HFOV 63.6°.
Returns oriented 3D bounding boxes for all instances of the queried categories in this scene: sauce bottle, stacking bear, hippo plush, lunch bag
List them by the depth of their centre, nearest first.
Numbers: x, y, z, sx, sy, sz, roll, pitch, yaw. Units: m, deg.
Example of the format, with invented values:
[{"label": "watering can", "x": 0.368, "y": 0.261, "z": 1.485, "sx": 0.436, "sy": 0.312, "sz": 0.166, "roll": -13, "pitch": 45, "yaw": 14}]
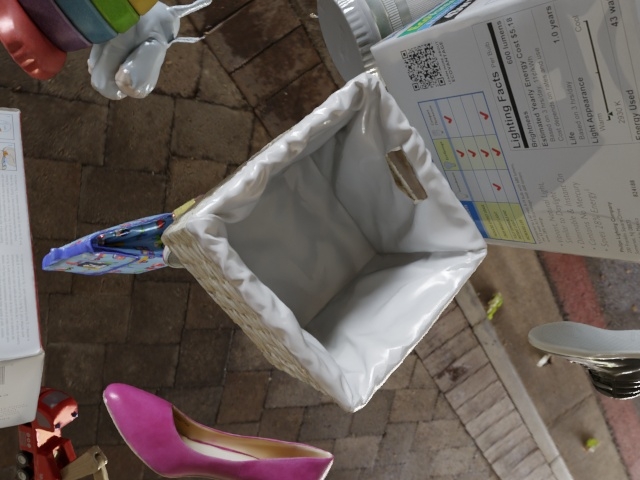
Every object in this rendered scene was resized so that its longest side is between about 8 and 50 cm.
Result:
[{"label": "stacking bear", "x": -0.258, "y": -0.344, "z": 0.630, "sx": 0.289, "sy": 0.164, "sz": 0.175, "roll": -30, "pitch": 107, "yaw": -1}, {"label": "hippo plush", "x": -0.421, "y": -0.438, "z": 1.029, "sx": 0.236, "sy": 0.295, "sz": 0.234, "roll": 39, "pitch": 50, "yaw": -55}, {"label": "sauce bottle", "x": -0.285, "y": -0.080, "z": 1.206, "sx": 0.128, "sy": 0.042, "sz": 0.042, "roll": -28, "pitch": 120, "yaw": 7}, {"label": "lunch bag", "x": -0.525, "y": 0.017, "z": 1.291, "sx": 0.293, "sy": 0.221, "sz": 0.138, "roll": -6, "pitch": 84, "yaw": -54}]

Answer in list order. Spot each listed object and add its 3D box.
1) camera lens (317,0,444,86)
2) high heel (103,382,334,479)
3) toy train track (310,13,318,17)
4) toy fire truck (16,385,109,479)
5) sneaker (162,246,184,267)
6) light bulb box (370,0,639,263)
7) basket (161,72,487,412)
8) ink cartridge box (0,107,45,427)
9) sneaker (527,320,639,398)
[{"label": "camera lens", "x": 0.159, "y": -0.435, "z": 1.001, "sx": 0.275, "sy": 0.219, "sz": 0.219, "roll": -27, "pitch": 119, "yaw": -6}, {"label": "high heel", "x": -0.098, "y": 0.201, "z": 0.531, "sx": 0.117, "sy": 0.082, "sz": 0.244, "roll": -44, "pitch": 103, "yaw": -2}, {"label": "toy train track", "x": 0.015, "y": -0.541, "z": 1.241, "sx": 0.083, "sy": 0.048, "sz": 0.014, "roll": 16, "pitch": 104, "yaw": 21}, {"label": "toy fire truck", "x": -0.324, "y": 0.293, "z": 0.672, "sx": 0.136, "sy": 0.047, "sz": 0.191, "roll": 8, "pitch": 103, "yaw": 15}, {"label": "sneaker", "x": -0.197, "y": 0.014, "z": 1.008, "sx": 0.226, "sy": 0.092, "sz": 0.087, "roll": -11, "pitch": 121, "yaw": -2}, {"label": "light bulb box", "x": 0.318, "y": -0.184, "z": 0.705, "sx": 0.225, "sy": 0.361, "sz": 0.357, "roll": -39, "pitch": 116, "yaw": -24}, {"label": "basket", "x": 0.000, "y": 0.000, "z": 0.764, "sx": 0.331, "sy": 0.266, "sz": 0.328, "roll": -44, "pitch": 108, "yaw": -21}, {"label": "ink cartridge box", "x": -0.405, "y": 0.049, "z": 0.588, "sx": 0.130, "sy": 0.309, "sz": 0.272, "roll": -2, "pitch": 148, "yaw": -33}, {"label": "sneaker", "x": 0.569, "y": 0.258, "z": 1.077, "sx": 0.296, "sy": 0.104, "sz": 0.146, "roll": 6, "pitch": 119, "yaw": -2}]
